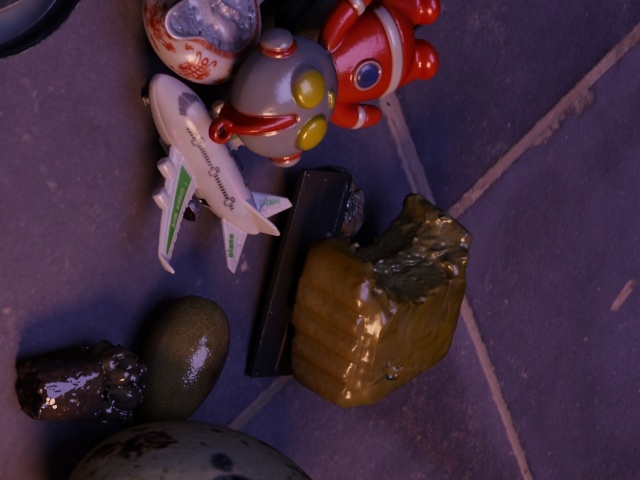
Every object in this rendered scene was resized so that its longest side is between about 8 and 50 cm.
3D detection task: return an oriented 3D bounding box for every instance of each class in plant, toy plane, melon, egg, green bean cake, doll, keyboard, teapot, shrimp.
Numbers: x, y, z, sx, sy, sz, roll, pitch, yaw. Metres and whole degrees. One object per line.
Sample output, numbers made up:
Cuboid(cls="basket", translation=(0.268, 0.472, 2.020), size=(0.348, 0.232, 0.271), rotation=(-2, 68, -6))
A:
Cuboid(cls="plant", translation=(-0.262, 0.161, 1.675), size=(0.143, 0.092, 0.094), rotation=(-5, 96, -36))
Cuboid(cls="toy plane", translation=(-0.134, -0.091, 1.739), size=(0.251, 0.101, 0.255), rotation=(-50, 125, -25))
Cuboid(cls="melon", translation=(-0.163, 0.142, 1.761), size=(0.099, 0.099, 0.162), rotation=(29, 81, -44))
Cuboid(cls="egg", translation=(-0.130, 0.352, 1.703), size=(0.287, 0.288, 0.379), rotation=(-60, 137, -17))
Cuboid(cls="green bean cake", translation=(0.081, 0.078, 1.916), size=(0.236, 0.124, 0.233), rotation=(-26, 135, -44))
Cuboid(cls="doll", translation=(0.007, -0.185, 1.718), size=(0.336, 0.105, 0.199), rotation=(-28, 135, -32))
Cuboid(cls="keyboard", translation=(-0.009, -0.006, 1.887), size=(0.103, 0.041, 0.381), rotation=(3, 113, -47))
Cuboid(cls="teapot", translation=(-0.126, -0.258, 1.697), size=(0.159, 0.116, 0.245), rotation=(57, 43, -9))
Cuboid(cls="shrimp", translation=(0.005, -0.056, 1.937), size=(0.161, 0.034, 0.091), rotation=(19, 74, -52))

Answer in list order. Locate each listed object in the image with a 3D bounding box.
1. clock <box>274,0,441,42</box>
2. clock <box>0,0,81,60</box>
Cuboid(cls="clock", translation=(0.050, -0.284, 1.816), size=(0.215, 0.215, 0.042), rotation=(-2, 57, -45))
Cuboid(cls="clock", translation=(-0.352, -0.331, 1.494), size=(0.313, 0.061, 0.312), rotation=(-12, 107, -43))
